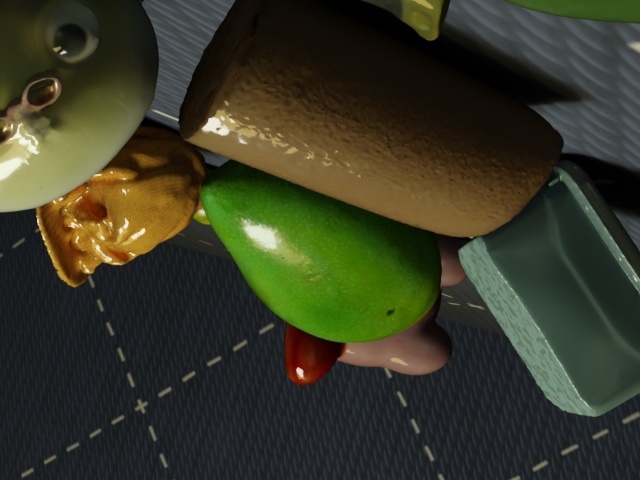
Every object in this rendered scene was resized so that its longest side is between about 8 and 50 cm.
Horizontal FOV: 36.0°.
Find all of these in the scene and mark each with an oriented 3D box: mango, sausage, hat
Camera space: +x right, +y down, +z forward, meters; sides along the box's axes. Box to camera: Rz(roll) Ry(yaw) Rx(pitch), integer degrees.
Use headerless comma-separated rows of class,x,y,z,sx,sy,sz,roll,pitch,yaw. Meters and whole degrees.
mango,0.000,0.000,1.121,0.225,0.201,0.382,19,172,36
sausage,0.038,-0.083,0.698,0.253,0.123,0.123,21,172,-23
hat,-0.220,-0.055,1.292,0.233,0.244,0.233,2,178,10

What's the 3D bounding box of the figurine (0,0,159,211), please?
figurine,-0.276,-0.181,0.614,0.274,0.226,0.394,45,180,28

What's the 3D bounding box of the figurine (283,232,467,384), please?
figurine,0.055,0.067,1.426,0.261,0.270,0.211,9,-176,-27

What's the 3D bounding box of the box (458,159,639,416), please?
box,0.233,0.048,0.900,0.227,0.130,0.162,59,175,4

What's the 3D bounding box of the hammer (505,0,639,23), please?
hammer,0.186,-0.101,0.333,0.206,0.119,0.335,24,177,-42

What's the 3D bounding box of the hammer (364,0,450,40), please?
hammer,-0.036,-0.169,0.548,0.226,0.041,0.159,17,175,5

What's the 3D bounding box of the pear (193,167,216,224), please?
pear,-0.170,-0.066,1.471,0.092,0.092,0.097,23,170,-41
